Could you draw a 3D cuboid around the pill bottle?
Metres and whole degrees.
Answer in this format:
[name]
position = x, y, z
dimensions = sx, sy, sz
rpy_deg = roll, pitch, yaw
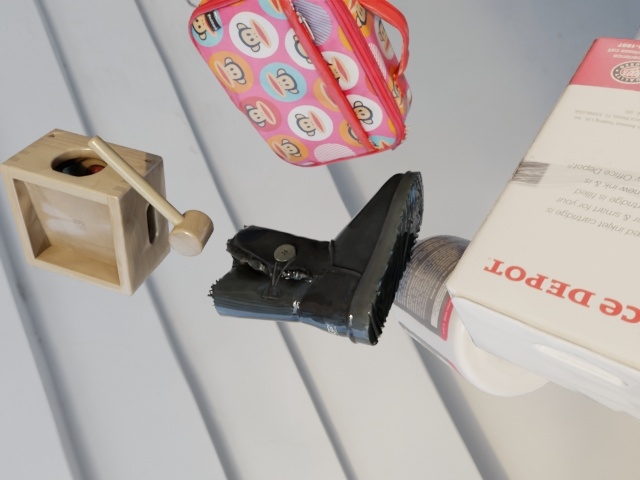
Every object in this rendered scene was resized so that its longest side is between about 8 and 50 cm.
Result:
[pill bottle]
position = 0.206, 0.087, 0.842
dimensions = 0.176, 0.176, 0.318
rpy_deg = -23, -165, -10

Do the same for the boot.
[boot]
position = 0.000, 0.000, 0.683
dimensions = 0.207, 0.246, 0.094
rpy_deg = 11, 146, 23

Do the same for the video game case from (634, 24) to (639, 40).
[video game case]
position = 0.408, -0.169, 0.475
dimensions = 0.206, 0.227, 0.026
rpy_deg = -24, 133, -73

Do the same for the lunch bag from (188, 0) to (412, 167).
[lunch bag]
position = -0.001, -0.238, 0.762
dimensions = 0.258, 0.120, 0.293
rpy_deg = -6, 140, 33

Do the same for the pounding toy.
[pounding toy]
position = -0.193, -0.043, 0.568
dimensions = 0.094, 0.206, 0.181
rpy_deg = -63, 165, -50

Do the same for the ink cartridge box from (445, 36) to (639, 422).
[ink cartridge box]
position = 0.260, -0.013, 0.443
dimensions = 0.283, 0.207, 0.117
rpy_deg = -55, 142, -16
